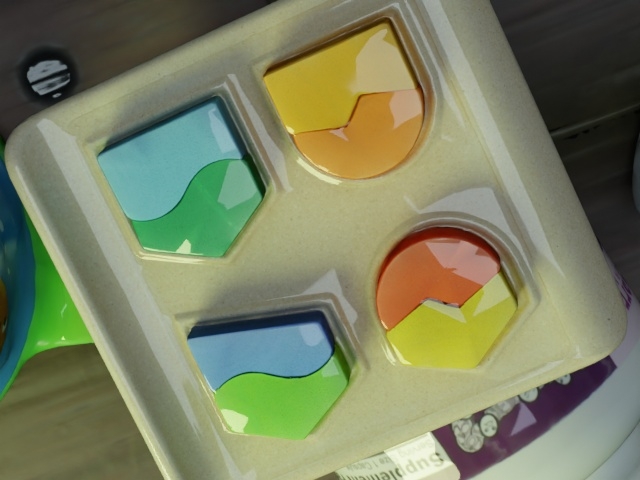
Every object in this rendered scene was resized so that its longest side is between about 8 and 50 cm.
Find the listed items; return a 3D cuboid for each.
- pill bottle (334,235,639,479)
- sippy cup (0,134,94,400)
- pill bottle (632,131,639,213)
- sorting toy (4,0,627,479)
[{"bbox_3d":[0.055,0.034,0.881,0.169,0.169,0.301,-35,101,0],"label":"pill bottle"},{"bbox_3d":[-0.243,0.029,0.820,0.305,0.224,0.240,-31,100,0],"label":"sippy cup"},{"bbox_3d":[0.248,-0.031,0.930,0.169,0.094,0.094,10,98,-8],"label":"pill bottle"},{"bbox_3d":[0.000,0.000,0.766,0.208,0.038,0.193,-25,101,5],"label":"sorting toy"}]
